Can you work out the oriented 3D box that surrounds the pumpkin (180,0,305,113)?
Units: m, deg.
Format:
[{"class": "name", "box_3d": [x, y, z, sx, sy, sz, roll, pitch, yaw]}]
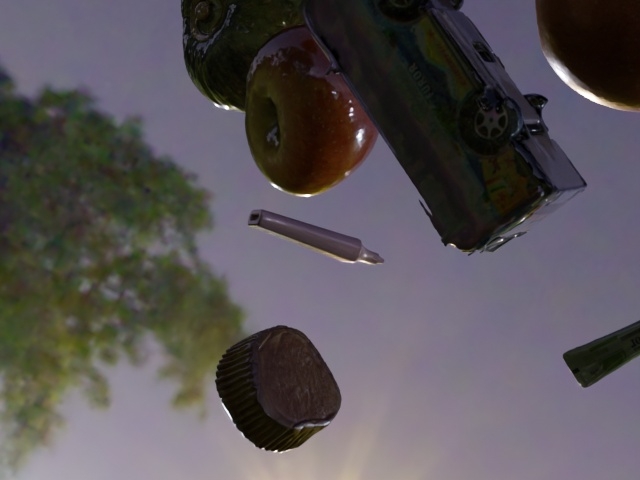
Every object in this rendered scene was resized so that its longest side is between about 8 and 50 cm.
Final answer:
[{"class": "pumpkin", "box_3d": [-0.073, -0.360, 2.206, 0.257, 0.327, 0.291, 1, 10, -41]}]

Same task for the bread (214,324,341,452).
[{"class": "bread", "box_3d": [-0.032, 0.103, 0.956, 0.085, 0.085, 0.053, 34, -46, -22]}]

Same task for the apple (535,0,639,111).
[{"class": "apple", "box_3d": [0.285, -0.222, 1.325, 0.162, 0.201, 0.201, 5, -29, 32]}]

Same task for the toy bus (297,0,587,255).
[{"class": "toy bus", "box_3d": [0.106, -0.143, 1.302, 0.317, 0.138, 0.112, 57, 26, 16]}]

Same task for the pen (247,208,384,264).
[{"class": "pen", "box_3d": [0.000, 0.000, 1.825, 0.197, 0.032, 0.053, 18, -9, -24]}]

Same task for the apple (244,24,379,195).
[{"class": "apple", "box_3d": [-0.006, -0.181, 1.959, 0.210, 0.173, 0.235, 52, -40, 37]}]

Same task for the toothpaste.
[{"class": "toothpaste", "box_3d": [0.350, 0.111, 1.564, 0.197, 0.029, 0.048, -36, -96, 43]}]
